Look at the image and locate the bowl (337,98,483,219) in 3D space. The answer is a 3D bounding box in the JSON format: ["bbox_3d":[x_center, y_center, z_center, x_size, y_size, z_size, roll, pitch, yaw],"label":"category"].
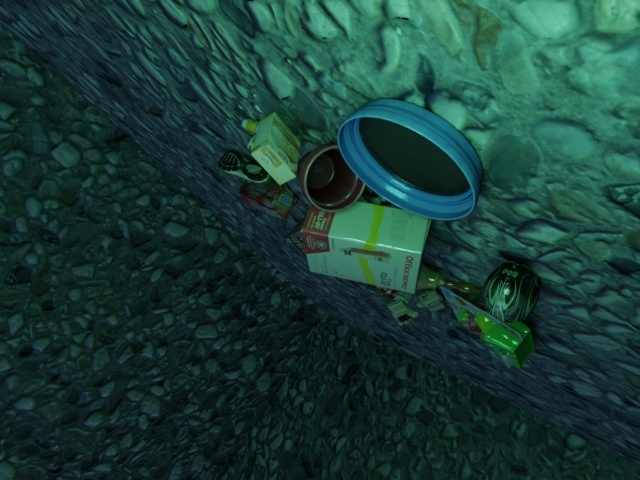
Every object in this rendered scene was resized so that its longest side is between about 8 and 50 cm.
[{"bbox_3d":[0.226,-0.200,1.160,0.391,0.077,0.391,32,165,10],"label":"bowl"}]

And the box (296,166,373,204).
[{"bbox_3d":[0.072,-0.139,1.645,0.290,0.087,0.169,40,164,-17],"label":"box"}]

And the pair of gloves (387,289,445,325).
[{"bbox_3d":[0.435,0.301,2.034,0.204,0.240,0.042,56,-163,-52],"label":"pair of gloves"}]

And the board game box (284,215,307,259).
[{"bbox_3d":[0.000,0.000,2.050,0.232,0.141,0.291,44,161,-8],"label":"board game box"}]

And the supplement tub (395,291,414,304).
[{"bbox_3d":[0.392,0.231,2.063,0.071,0.107,0.071,32,164,10],"label":"supplement tub"}]

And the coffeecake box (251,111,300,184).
[{"bbox_3d":[-0.136,-0.291,1.437,0.068,0.185,0.142,-23,130,26],"label":"coffeecake box"}]

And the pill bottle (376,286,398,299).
[{"bbox_3d":[0.349,0.231,2.195,0.152,0.086,0.086,36,165,-6],"label":"pill bottle"}]

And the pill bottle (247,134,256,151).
[{"bbox_3d":[-0.206,-0.334,1.683,0.116,0.065,0.065,36,165,-1],"label":"pill bottle"}]

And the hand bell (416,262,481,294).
[{"bbox_3d":[0.484,0.163,1.732,0.242,0.126,0.126,12,157,24],"label":"hand bell"}]

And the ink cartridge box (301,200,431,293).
[{"bbox_3d":[0.153,0.015,1.523,0.385,0.160,0.279,11,148,13],"label":"ink cartridge box"}]

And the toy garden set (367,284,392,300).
[{"bbox_3d":[0.298,0.216,2.338,0.244,0.049,0.204,37,167,-4],"label":"toy garden set"}]

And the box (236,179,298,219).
[{"bbox_3d":[-0.241,-0.199,2.055,0.257,0.122,0.128,20,159,43],"label":"box"}]

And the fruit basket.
[{"bbox_3d":[0.641,0.344,1.784,0.353,0.165,0.327,26,163,41],"label":"fruit basket"}]

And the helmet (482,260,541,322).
[{"bbox_3d":[0.569,0.163,1.373,0.170,0.161,0.169,32,165,10],"label":"helmet"}]

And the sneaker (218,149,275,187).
[{"bbox_3d":[-0.323,-0.297,1.972,0.300,0.111,0.121,28,168,30],"label":"sneaker"}]

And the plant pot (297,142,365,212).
[{"bbox_3d":[0.016,-0.203,1.408,0.201,0.201,0.180,43,179,-27],"label":"plant pot"}]

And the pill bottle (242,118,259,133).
[{"bbox_3d":[-0.232,-0.397,1.585,0.083,0.043,0.043,25,162,30],"label":"pill bottle"}]
